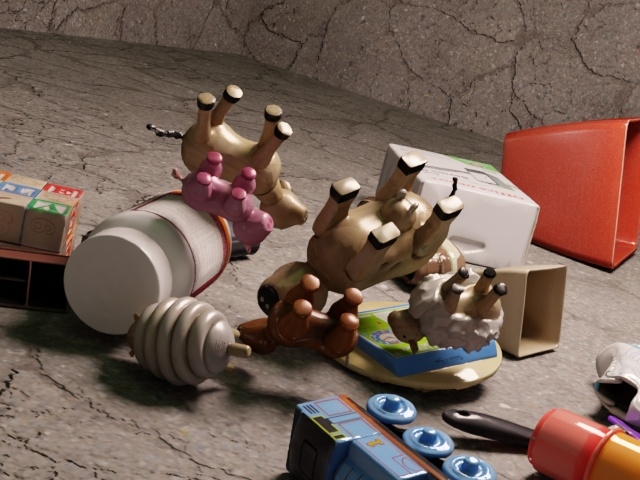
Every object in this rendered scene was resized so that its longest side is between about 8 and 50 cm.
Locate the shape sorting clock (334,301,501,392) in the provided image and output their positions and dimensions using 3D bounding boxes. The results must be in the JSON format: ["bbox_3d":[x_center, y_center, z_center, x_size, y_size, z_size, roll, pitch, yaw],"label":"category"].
[{"bbox_3d":[0.100,0.117,1.209,0.206,0.040,0.206,5,17,-1],"label":"shape sorting clock"}]

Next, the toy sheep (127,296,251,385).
[{"bbox_3d":[-0.122,0.094,0.996,0.132,0.091,0.091,0,8,23],"label":"toy sheep"}]

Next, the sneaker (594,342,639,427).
[{"bbox_3d":[0.343,0.160,1.219,0.082,0.071,0.191,12,12,-11],"label":"sneaker"}]

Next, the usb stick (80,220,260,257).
[{"bbox_3d":[-0.181,0.002,1.360,0.077,0.045,0.278,25,18,32],"label":"usb stick"}]

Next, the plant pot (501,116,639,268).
[{"bbox_3d":[0.480,-0.110,2.059,0.235,0.267,0.267,8,11,25],"label":"plant pot"}]

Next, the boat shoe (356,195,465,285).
[{"bbox_3d":[0.107,-0.004,1.581,0.095,0.095,0.257,-1,20,-29],"label":"boat shoe"}]

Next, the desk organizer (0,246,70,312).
[{"bbox_3d":[-0.318,0.038,1.091,0.130,0.047,0.050,8,18,-23],"label":"desk organizer"}]

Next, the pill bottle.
[{"bbox_3d":[-0.179,0.021,1.136,0.121,0.121,0.221,17,15,8],"label":"pill bottle"}]

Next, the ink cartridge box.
[{"bbox_3d":[0.227,-0.062,1.851,0.211,0.122,0.289,11,15,-11],"label":"ink cartridge box"}]

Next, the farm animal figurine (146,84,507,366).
[{"bbox_3d":[0.000,0.000,1.158,0.326,0.172,0.330,-6,56,-25],"label":"farm animal figurine"}]

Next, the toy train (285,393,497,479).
[{"bbox_3d":[0.056,0.186,0.844,0.105,0.080,0.184,-7,27,-35],"label":"toy train"}]

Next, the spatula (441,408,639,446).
[{"bbox_3d":[0.253,0.197,1.078,0.296,0.030,0.084,9,12,-20],"label":"spatula"}]

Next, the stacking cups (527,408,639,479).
[{"bbox_3d":[0.323,0.238,0.914,0.316,0.096,0.096,20,14,39],"label":"stacking cups"}]

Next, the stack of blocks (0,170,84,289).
[{"bbox_3d":[-0.420,-0.029,1.158,0.297,0.087,0.171,13,14,-7],"label":"stack of blocks"}]

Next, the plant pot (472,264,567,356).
[{"bbox_3d":[0.244,0.081,1.380,0.096,0.109,0.109,10,9,40],"label":"plant pot"}]
